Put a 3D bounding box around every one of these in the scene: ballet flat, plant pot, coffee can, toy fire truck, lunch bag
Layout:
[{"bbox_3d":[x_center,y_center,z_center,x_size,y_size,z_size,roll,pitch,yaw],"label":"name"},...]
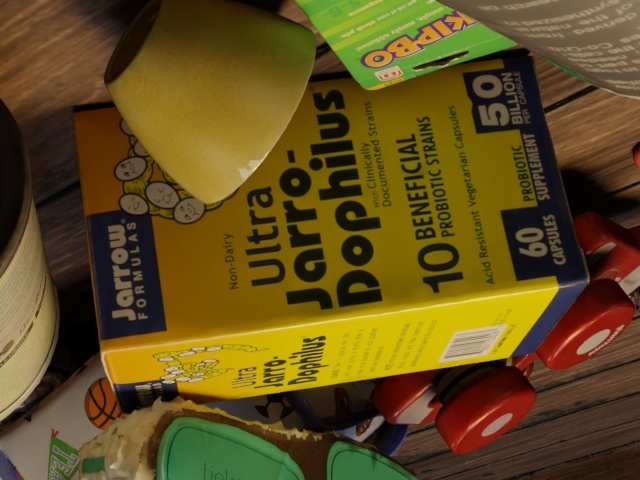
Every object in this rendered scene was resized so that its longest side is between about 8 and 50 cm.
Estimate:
[{"bbox_3d":[-0.041,0.228,1.113,0.147,0.147,0.409,-25,141,34],"label":"ballet flat"},{"bbox_3d":[-0.080,-0.105,0.823,0.095,0.134,0.134,32,140,-24],"label":"plant pot"},{"bbox_3d":[-0.293,0.017,0.900,0.202,0.201,0.275,-7,159,-10],"label":"coffee can"},{"bbox_3d":[0.203,0.086,1.297,0.302,0.169,0.254,-44,152,17],"label":"toy fire truck"},{"bbox_3d":[-0.096,0.203,1.369,0.328,0.239,0.385,-37,166,13],"label":"lunch bag"}]

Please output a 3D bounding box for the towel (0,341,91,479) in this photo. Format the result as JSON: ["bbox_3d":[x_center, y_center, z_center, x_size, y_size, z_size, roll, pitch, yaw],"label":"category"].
[{"bbox_3d":[-0.376,0.226,1.482,0.284,0.121,0.235,-30,159,4],"label":"towel"}]

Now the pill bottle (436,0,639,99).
[{"bbox_3d":[0.140,-0.181,0.592,0.204,0.204,0.361,-25,155,34],"label":"pill bottle"}]

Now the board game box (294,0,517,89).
[{"bbox_3d":[0.046,-0.171,0.814,0.124,0.039,0.259,-16,157,15],"label":"board game box"}]

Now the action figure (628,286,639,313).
[{"bbox_3d":[0.286,0.063,1.484,0.285,0.099,0.185,-7,167,2],"label":"action figure"}]

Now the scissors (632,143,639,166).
[{"bbox_3d":[0.430,-0.089,1.244,0.297,0.021,0.109,4,154,-30],"label":"scissors"}]

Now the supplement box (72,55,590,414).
[{"bbox_3d":[0.000,0.000,1.014,0.357,0.194,0.195,-8,160,-7],"label":"supplement box"}]
